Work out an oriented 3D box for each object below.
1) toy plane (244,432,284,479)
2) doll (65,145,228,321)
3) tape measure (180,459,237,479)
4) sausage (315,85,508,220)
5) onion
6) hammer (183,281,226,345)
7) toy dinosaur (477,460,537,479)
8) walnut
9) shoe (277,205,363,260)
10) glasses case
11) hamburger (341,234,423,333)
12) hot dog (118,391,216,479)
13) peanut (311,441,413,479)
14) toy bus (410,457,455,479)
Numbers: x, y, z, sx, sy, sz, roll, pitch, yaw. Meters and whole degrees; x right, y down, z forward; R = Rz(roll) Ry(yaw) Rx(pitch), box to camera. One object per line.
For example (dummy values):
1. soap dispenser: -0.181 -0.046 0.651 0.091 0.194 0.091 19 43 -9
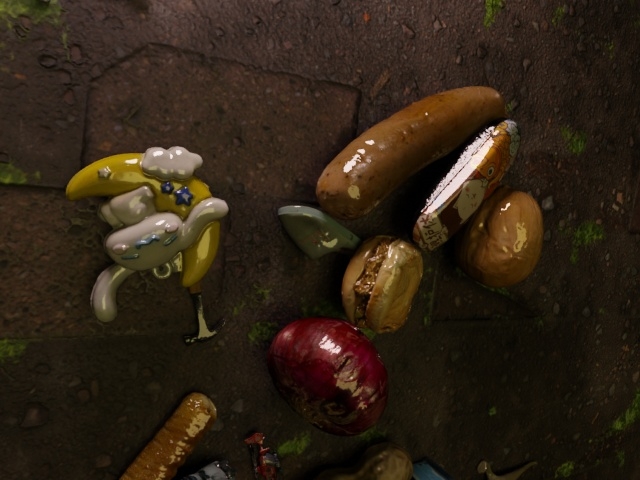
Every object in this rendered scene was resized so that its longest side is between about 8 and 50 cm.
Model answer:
1. toy plane: -0.111 0.442 0.982 0.060 0.037 0.145 -16 111 -15
2. doll: -0.266 -0.022 0.771 0.251 0.111 0.238 -22 108 -20
3. tape measure: -0.272 0.563 0.887 0.164 0.084 0.331 19 97 -54
4. sausage: 0.191 -0.200 0.979 0.500 0.123 0.136 -33 89 -23
5. onion: 0.019 0.246 0.908 0.190 0.246 0.247 -38 115 -29
6. hammer: -0.218 0.085 0.867 0.078 0.021 0.201 -13 105 -22
7. toy dinosaur: 0.492 0.673 1.346 0.251 0.072 0.200 -55 129 -23
8. walnut: 0.391 -0.009 1.087 0.193 0.193 0.226 5 92 -29
9. shoe: 0.000 0.000 0.936 0.195 0.079 0.078 25 68 -35
10. glasses case: 0.295 -0.112 1.002 0.321 0.082 0.122 -48 146 -6
11. hamburger: 0.128 0.086 0.976 0.213 0.108 0.214 -31 130 -46
12. hot dog: -0.288 0.400 0.861 0.083 0.068 0.289 41 80 -21
13. peanut: 0.066 0.543 1.041 0.324 0.140 0.153 -25 67 -30
14. toy bus: 0.225 0.678 1.152 0.164 0.133 0.272 0 96 -23
